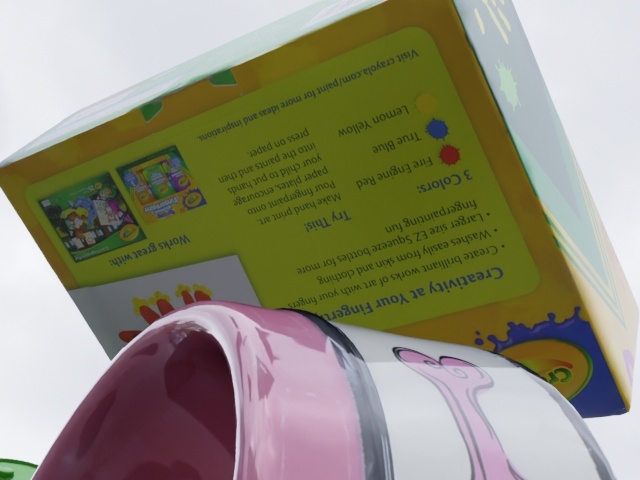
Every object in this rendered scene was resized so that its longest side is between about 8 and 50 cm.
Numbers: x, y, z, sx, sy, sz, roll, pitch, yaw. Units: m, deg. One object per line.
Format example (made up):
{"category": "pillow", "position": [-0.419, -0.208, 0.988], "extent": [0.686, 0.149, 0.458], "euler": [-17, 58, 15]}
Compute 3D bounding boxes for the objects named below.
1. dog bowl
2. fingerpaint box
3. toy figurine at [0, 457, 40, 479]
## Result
{"category": "dog bowl", "position": [-0.059, 0.206, 0.417], "extent": [0.150, 0.408, 0.408], "euler": [28, -40, -22]}
{"category": "fingerpaint box", "position": [0.000, 0.000, 0.838], "extent": [0.445, 0.163, 0.371], "euler": [-18, -69, 29]}
{"category": "toy figurine", "position": [-0.320, 0.291, 0.857], "extent": [0.173, 0.130, 0.159], "euler": [14, -80, -1]}
